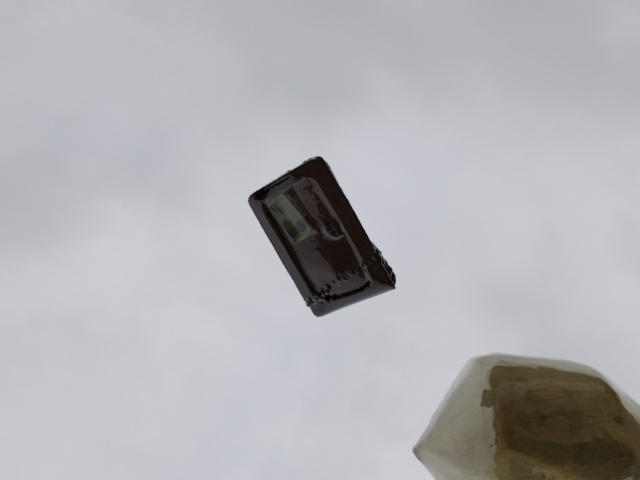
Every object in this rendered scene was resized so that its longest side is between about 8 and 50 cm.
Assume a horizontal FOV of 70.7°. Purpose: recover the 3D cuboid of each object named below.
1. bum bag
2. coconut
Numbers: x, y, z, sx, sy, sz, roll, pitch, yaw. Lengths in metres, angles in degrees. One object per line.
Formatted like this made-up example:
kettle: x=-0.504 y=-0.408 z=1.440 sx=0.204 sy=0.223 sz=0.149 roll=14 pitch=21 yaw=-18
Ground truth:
bum bag: x=0.000 y=0.000 z=0.472 sx=0.159 sy=0.109 sz=0.026 roll=61 pitch=-149 yaw=-9
coconut: x=0.204 y=0.217 z=0.452 sx=0.224 sy=0.224 sz=0.224 roll=6 pitch=-122 yaw=-10
